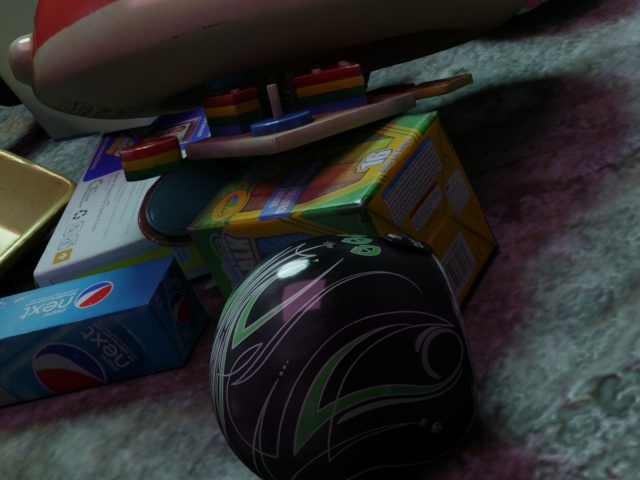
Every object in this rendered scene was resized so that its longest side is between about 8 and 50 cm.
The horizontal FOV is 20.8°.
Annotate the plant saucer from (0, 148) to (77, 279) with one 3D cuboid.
[{"bbox_3d":[-0.452,0.015,1.679,0.333,0.081,0.333,22,49,24],"label":"plant saucer"}]

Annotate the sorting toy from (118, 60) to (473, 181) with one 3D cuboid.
[{"bbox_3d":[-0.013,-0.105,1.321,0.274,0.046,0.132,-20,11,-32],"label":"sorting toy"}]

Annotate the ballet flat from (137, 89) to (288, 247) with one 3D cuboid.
[{"bbox_3d":[-0.082,-0.046,1.427,0.206,0.073,0.067,-44,-9,-38],"label":"ballet flat"}]

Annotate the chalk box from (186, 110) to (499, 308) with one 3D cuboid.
[{"bbox_3d":[0.000,0.000,1.317,0.213,0.132,0.132,-7,32,36],"label":"chalk box"}]

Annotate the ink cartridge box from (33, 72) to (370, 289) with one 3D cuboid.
[{"bbox_3d":[-0.086,-0.069,1.609,0.307,0.072,0.303,-16,27,18],"label":"ink cartridge box"}]

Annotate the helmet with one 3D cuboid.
[{"bbox_3d":[0.006,0.082,1.146,0.161,0.169,0.169,-14,23,-12],"label":"helmet"}]

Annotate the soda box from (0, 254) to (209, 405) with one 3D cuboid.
[{"bbox_3d":[-0.204,0.078,1.442,0.210,0.067,0.071,-14,29,26],"label":"soda box"}]

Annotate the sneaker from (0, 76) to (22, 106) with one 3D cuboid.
[{"bbox_3d":[-0.314,-0.227,2.009,0.234,0.084,0.097,-20,43,-39],"label":"sneaker"}]

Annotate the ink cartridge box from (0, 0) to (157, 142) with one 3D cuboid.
[{"bbox_3d":[-0.194,-0.264,1.746,0.198,0.197,0.270,-5,39,53],"label":"ink cartridge box"}]

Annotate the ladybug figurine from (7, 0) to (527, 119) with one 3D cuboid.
[{"bbox_3d":[-0.042,-0.214,1.448,0.449,0.162,0.305,-14,-1,-19],"label":"ladybug figurine"}]

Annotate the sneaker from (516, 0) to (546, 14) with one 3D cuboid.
[{"bbox_3d":[0.108,-0.319,1.797,0.202,0.185,0.483,-30,30,-34],"label":"sneaker"}]
